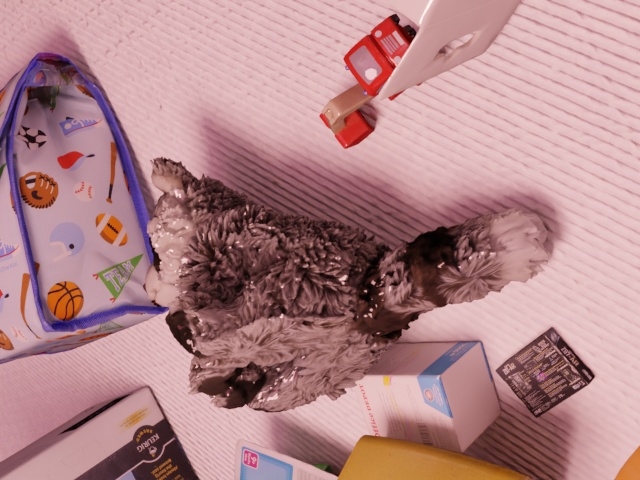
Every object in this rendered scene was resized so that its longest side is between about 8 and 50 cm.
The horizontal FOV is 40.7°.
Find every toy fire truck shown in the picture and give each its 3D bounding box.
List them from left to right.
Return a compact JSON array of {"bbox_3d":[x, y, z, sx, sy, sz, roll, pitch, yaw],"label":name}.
[{"bbox_3d":[0.047,-0.148,0.837,0.135,0.192,0.047,-37,85,16],"label":"toy fire truck"}]

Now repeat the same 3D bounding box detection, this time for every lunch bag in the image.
[{"bbox_3d":[-0.421,-0.034,1.243,0.328,0.239,0.385,-21,80,45],"label":"lunch bag"}]

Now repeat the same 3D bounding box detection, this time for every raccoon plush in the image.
[{"bbox_3d":[0.000,0.000,0.970,0.216,0.447,0.299,69,-174,-53],"label":"raccoon plush"}]

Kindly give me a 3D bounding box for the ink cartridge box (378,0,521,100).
[{"bbox_3d":[0.128,-0.292,0.644,0.119,0.207,0.353,42,132,15],"label":"ink cartridge box"}]

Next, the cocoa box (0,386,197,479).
[{"bbox_3d":[-0.401,0.428,1.363,0.231,0.347,0.228,-25,94,45],"label":"cocoa box"}]

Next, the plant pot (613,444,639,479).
[{"bbox_3d":[0.362,0.243,0.732,0.188,0.205,0.205,46,135,36],"label":"plant pot"}]

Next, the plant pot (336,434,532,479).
[{"bbox_3d":[0.109,0.322,0.910,0.187,0.212,0.212,22,166,33],"label":"plant pot"}]

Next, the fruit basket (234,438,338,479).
[{"bbox_3d":[0.032,0.451,1.132,0.353,0.165,0.327,18,121,30],"label":"fruit basket"}]

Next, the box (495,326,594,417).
[{"bbox_3d":[0.233,0.139,0.900,0.067,0.018,0.083,50,134,11],"label":"box"}]

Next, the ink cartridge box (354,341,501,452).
[{"bbox_3d":[0.111,0.173,0.973,0.143,0.090,0.092,-7,106,44],"label":"ink cartridge box"}]
